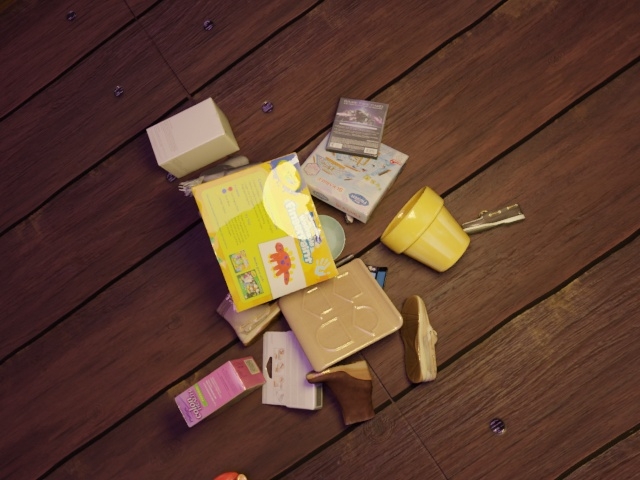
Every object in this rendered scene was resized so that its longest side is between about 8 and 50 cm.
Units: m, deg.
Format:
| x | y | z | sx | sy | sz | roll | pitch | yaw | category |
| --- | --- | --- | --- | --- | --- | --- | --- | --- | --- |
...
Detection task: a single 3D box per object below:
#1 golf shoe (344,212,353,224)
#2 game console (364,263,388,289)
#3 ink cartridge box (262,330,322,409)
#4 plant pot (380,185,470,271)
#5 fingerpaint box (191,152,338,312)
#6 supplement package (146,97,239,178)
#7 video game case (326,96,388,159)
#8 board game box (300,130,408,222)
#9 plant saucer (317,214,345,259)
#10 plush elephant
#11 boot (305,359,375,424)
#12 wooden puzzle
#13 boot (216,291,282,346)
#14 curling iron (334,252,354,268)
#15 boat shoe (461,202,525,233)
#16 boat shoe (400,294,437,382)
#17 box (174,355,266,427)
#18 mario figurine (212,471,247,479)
| x | y | z | sx | sy | sz | roll | pitch | yaw | category |
| --- | --- | --- | --- | --- | --- | --- | --- | --- | --- |
| 0.137 | -0.158 | 1.887 | 0.094 | 0.077 | 0.198 | 4 | 82 | 11 | golf shoe |
| 0.188 | 0.150 | 1.822 | 0.108 | 0.071 | 0.122 | 11 | 81 | 12 | game console |
| -0.105 | 0.472 | 1.826 | 0.239 | 0.060 | 0.274 | -7 | 77 | 35 | ink cartridge box |
| 0.381 | -0.024 | 1.743 | 0.239 | 0.254 | 0.254 | 38 | 88 | -1 | plant pot |
| -0.189 | -0.030 | 1.716 | 0.372 | 0.163 | 0.444 | -21 | 95 | -7 | fingerpaint box |
| -0.512 | -0.408 | 2.004 | 0.293 | 0.175 | 0.177 | -24 | 75 | 6 | supplement package |
| 0.145 | -0.437 | 1.907 | 0.196 | 0.026 | 0.274 | 11 | 60 | 7 | video game case |
| 0.115 | -0.262 | 1.859 | 0.319 | 0.065 | 0.318 | 30 | 64 | 16 | board game box |
| 0.000 | 0.000 | 1.903 | 0.195 | 0.037 | 0.194 | -2 | 79 | 10 | plant saucer |
| -0.351 | -0.154 | 1.906 | 0.330 | 0.255 | 0.272 | -28 | 29 | -28 | plush elephant |
| 0.076 | 0.537 | 1.719 | 0.249 | 0.090 | 0.206 | -3 | 81 | -24 | boot |
| 0.067 | 0.263 | 1.759 | 0.348 | 0.080 | 0.322 | -28 | 56 | -9 | wooden puzzle |
| -0.249 | 0.243 | 1.879 | 0.262 | 0.095 | 0.203 | -45 | 73 | 1 | boot |
| 0.012 | 0.132 | 1.873 | 0.274 | 0.035 | 0.068 | -33 | 38 | 0 | curling iron |
| 0.614 | -0.077 | 1.783 | 0.228 | 0.081 | 0.068 | -13 | 75 | 1 | boat shoe |
| 0.356 | 0.345 | 1.748 | 0.098 | 0.109 | 0.302 | 3 | 77 | -29 | boat shoe |
| -0.351 | 0.535 | 1.774 | 0.243 | 0.213 | 0.117 | -36 | 75 | 6 | box |
| -0.250 | 0.928 | 1.705 | 0.321 | 0.170 | 0.198 | 26 | 51 | 7 | mario figurine |
